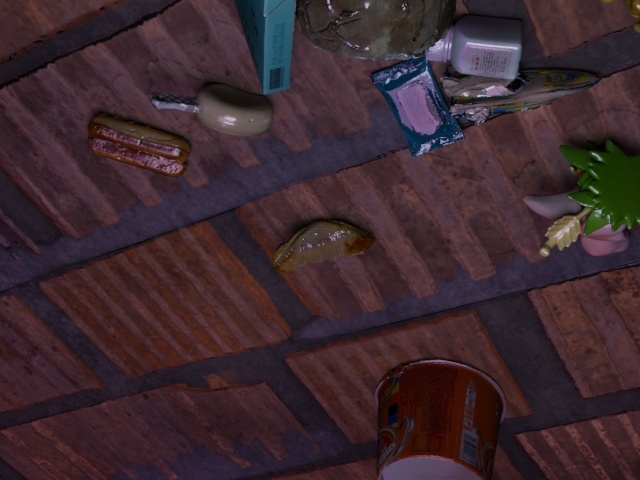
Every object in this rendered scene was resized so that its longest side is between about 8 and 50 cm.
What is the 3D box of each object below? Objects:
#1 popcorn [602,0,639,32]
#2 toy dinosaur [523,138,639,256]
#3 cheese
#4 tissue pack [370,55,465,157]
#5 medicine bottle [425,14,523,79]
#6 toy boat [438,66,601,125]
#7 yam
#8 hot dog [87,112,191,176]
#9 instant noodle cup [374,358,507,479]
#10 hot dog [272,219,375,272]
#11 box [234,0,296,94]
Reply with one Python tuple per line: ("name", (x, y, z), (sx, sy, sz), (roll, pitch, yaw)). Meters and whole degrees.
("popcorn", (0.364, -0.326, 0.928), (0.168, 0.173, 0.195), (-5, 142, -42))
("toy dinosaur", (0.378, -0.050, 1.219), (0.194, 0.152, 0.177), (-1, 156, -18))
("cheese", (-0.152, -0.191, 1.228), (0.171, 0.092, 0.048), (14, 118, -8))
("tissue pack", (0.135, -0.186, 1.204), (0.085, 0.028, 0.138), (-19, 120, 24))
("medicine bottle", (0.194, -0.247, 1.099), (0.117, 0.074, 0.055), (8, 133, 7))
("toy boat", (0.259, -0.198, 1.135), (0.210, 0.084, 0.066), (-6, 135, 6))
("yam", (0.054, -0.378, 0.914), (0.241, 0.241, 0.348), (4, 133, 10))
("hot dog", (-0.281, -0.146, 1.328), (0.165, 0.045, 0.071), (17, 135, -2))
("instant noodle cup", (0.208, 0.364, 1.564), (0.250, 0.192, 0.250), (7, 132, 7))
("hot dog", (0.000, 0.000, 1.378), (0.168, 0.061, 0.078), (-13, 140, -9))
("box", (-0.071, -0.298, 1.010), (0.041, 0.162, 0.229), (-15, 162, -10))
